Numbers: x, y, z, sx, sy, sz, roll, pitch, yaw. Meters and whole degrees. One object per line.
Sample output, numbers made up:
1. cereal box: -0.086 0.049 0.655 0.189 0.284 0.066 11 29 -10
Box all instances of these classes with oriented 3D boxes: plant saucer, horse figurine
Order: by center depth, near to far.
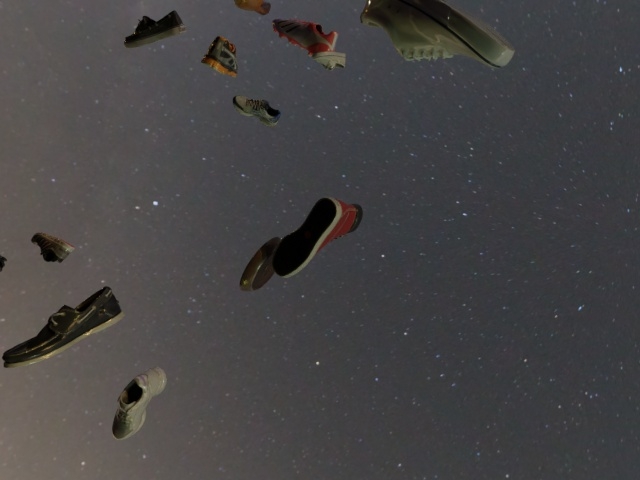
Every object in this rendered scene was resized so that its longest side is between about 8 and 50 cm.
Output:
1. horse figurine: -0.208 -0.635 1.089 0.066 0.263 0.174 -22 -123 37
2. plant saucer: -0.145 0.068 1.163 0.029 0.168 0.168 35 -70 13

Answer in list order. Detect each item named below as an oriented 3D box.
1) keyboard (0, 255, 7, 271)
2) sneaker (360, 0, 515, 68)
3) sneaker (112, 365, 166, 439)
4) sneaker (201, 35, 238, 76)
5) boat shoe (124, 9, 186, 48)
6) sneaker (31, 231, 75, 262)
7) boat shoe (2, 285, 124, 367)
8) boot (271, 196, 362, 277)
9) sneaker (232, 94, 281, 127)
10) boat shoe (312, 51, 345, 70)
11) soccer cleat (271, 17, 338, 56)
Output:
1. keyboard: -0.772 0.040 0.947 0.033 0.201 0.317 43 -48 11
2. sneaker: 0.164 -0.307 0.663 0.258 0.094 0.091 47 -51 28
3. sneaker: -0.665 0.571 1.555 0.114 0.152 0.305 35 -80 19
4. sneaker: -0.257 -0.496 1.205 0.084 0.215 0.083 23 -73 -12
5. boat shoe: -0.518 -0.648 1.368 0.228 0.080 0.076 -1 -56 27
6. sneaker: -0.849 0.027 1.395 0.170 0.063 0.075 14 -115 22
7. boat shoe: -0.504 0.167 0.876 0.084 0.233 0.079 -2 -71 34
8. boot: 0.000 0.000 1.116 0.244 0.176 0.088 -47 -112 21
9. sneaker: -0.163 -0.352 1.177 0.058 0.135 0.052 -26 -127 51
10. boat shoe: 0.020 -0.387 0.967 0.035 0.100 0.035 4 -73 38
11. soccer cleat: -0.047 -0.617 1.333 0.248 0.083 0.095 43 -64 26
